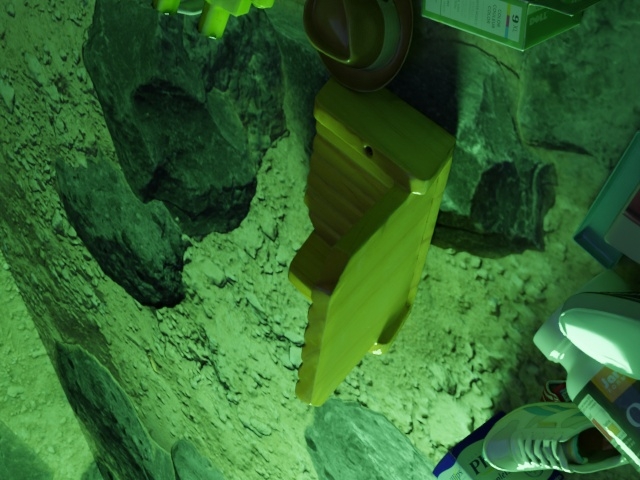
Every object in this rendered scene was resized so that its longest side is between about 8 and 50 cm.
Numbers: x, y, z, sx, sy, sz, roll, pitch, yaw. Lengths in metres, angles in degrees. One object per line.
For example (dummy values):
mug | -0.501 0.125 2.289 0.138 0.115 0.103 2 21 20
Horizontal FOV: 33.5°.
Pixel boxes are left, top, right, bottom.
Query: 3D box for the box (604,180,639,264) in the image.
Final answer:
box | 0.409 -0.075 1.056 0.127 0.148 0.232 37 140 15

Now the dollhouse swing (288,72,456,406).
dollhouse swing | 0.000 0.000 1.513 0.315 0.305 0.347 40 141 29

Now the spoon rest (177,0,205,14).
spoon rest | -0.183 -0.489 1.633 0.137 0.084 0.276 23 116 41

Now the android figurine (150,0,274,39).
android figurine | -0.157 -0.441 1.551 0.248 0.056 0.273 31 119 10

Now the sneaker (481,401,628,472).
sneaker | 0.314 0.262 1.398 0.228 0.092 0.087 -17 94 28

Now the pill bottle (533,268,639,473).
pill bottle | 0.393 0.177 1.250 0.278 0.162 0.162 48 143 19

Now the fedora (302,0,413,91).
fedora | 0.035 -0.294 1.436 0.194 0.079 0.194 13 109 40

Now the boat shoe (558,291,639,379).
boat shoe | 0.414 0.093 1.133 0.306 0.105 0.113 11 144 19

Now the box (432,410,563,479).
box | 0.260 0.344 1.563 0.137 0.126 0.072 47 144 20

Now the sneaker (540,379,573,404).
sneaker | 0.348 0.236 1.451 0.118 0.042 0.067 34 140 38

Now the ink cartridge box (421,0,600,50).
ink cartridge box | 0.227 -0.270 1.207 0.209 0.109 0.062 29 134 38

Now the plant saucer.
plant saucer | 0.364 -0.045 1.263 0.067 0.018 0.192 46 141 23
